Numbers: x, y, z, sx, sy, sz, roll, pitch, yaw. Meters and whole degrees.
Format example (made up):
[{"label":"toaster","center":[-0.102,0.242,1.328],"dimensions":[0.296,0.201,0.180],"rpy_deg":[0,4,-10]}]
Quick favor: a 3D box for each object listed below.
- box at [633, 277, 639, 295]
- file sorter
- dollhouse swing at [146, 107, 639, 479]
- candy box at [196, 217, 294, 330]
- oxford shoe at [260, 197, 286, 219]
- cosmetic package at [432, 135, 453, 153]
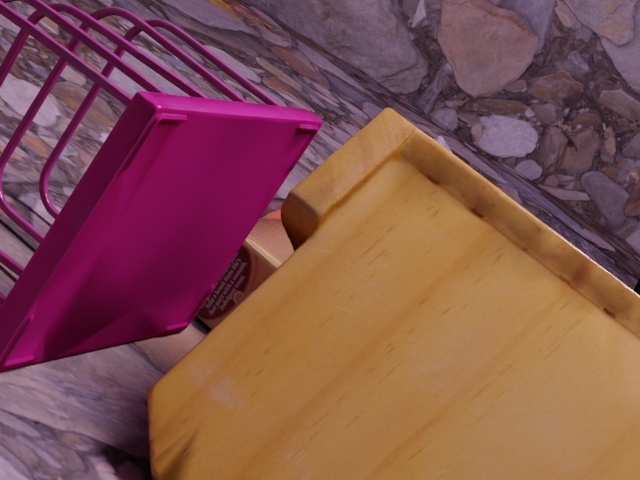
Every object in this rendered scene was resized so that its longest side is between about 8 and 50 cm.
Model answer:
[{"label":"box","center":[0.564,0.176,1.691],"dimensions":[0.471,0.297,0.480],"rpy_deg":[24,10,5]},{"label":"file sorter","center":[-0.169,-0.056,1.108],"dimensions":[0.182,0.202,0.290],"rpy_deg":[37,14,15]},{"label":"dollhouse swing","center":[0.088,0.144,1.098],"dimensions":[0.347,0.305,0.315],"rpy_deg":[38,-10,15]},{"label":"candy box","center":[0.048,0.108,1.306],"dimensions":[0.316,0.087,0.183],"rpy_deg":[42,16,21]},{"label":"oxford shoe","center":[0.000,0.000,1.553],"dimensions":[0.098,0.097,0.271],"rpy_deg":[35,10,36]},{"label":"cosmetic package","center":[0.127,0.036,1.488],"dimensions":[0.238,0.107,0.127],"rpy_deg":[54,24,-17]}]
